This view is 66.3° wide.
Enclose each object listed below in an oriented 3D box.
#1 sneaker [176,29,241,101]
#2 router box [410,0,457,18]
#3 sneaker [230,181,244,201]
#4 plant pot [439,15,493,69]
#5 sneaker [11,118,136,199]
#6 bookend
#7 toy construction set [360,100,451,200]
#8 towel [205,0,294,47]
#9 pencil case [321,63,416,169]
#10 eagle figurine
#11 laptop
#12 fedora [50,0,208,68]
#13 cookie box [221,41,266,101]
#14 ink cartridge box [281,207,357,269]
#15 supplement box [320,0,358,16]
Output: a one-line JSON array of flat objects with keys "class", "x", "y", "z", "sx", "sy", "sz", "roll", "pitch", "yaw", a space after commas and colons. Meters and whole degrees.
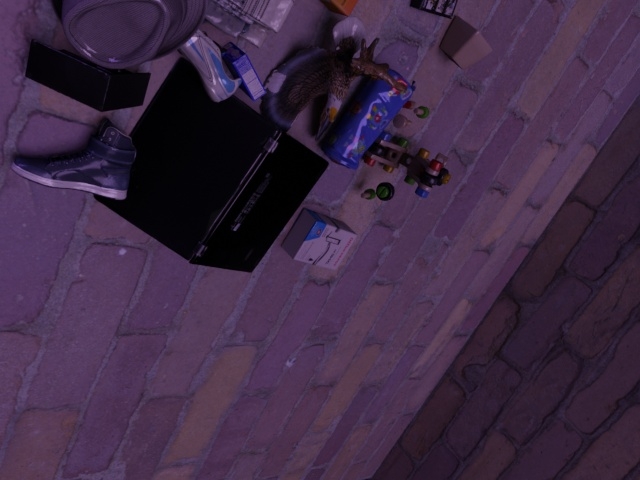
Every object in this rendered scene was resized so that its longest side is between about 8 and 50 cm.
[{"class": "sneaker", "x": -0.253, "y": -0.405, "z": 1.014, "sx": 0.086, "sy": 0.085, "sz": 0.237, "roll": -38, "pitch": 115, "yaw": -8}, {"class": "router box", "x": 0.328, "y": -0.702, "z": 1.310, "sx": 0.133, "sy": 0.046, "sz": 0.179, "roll": -5, "pitch": 124, "yaw": -36}, {"class": "sneaker", "x": -0.264, "y": -0.134, "z": 1.271, "sx": 0.162, "sy": 0.063, "sz": 0.073, "roll": -17, "pitch": 128, "yaw": -29}, {"class": "plant pot", "x": 0.422, "y": -0.575, "z": 1.451, "sx": 0.109, "sy": 0.109, "sz": 0.096, "roll": 21, "pitch": 120, "yaw": -46}, {"class": "sneaker", "x": -0.501, "y": -0.186, "z": 1.021, "sx": 0.226, "sy": 0.086, "sz": 0.163, "roll": 9, "pitch": 113, "yaw": -39}, {"class": "bookend", "x": -0.444, "y": -0.321, "z": 0.953, "sx": 0.157, "sy": 0.156, "sz": 0.072, "roll": -63, "pitch": 178, "yaw": -69}, {"class": "toy construction set", "x": 0.293, "y": -0.278, "z": 1.538, "sx": 0.237, "sy": 0.257, "sz": 0.309, "roll": -14, "pitch": 109, "yaw": -54}, {"class": "towel", "x": -0.163, "y": -0.582, "z": 0.935, "sx": 0.312, "sy": 0.056, "sz": 0.324, "roll": 25, "pitch": 106, "yaw": -29}, {"class": "pencil case", "x": 0.134, "y": -0.341, "z": 1.385, "sx": 0.133, "sy": 0.119, "sz": 0.306, "roll": 28, "pitch": 103, "yaw": -39}, {"class": "eagle figurine", "x": 0.019, "y": -0.378, "z": 1.222, "sx": 0.226, "sy": 0.298, "sz": 0.225, "roll": 54, "pitch": 51, "yaw": -20}, {"class": "laptop", "x": -0.248, "y": -0.153, "z": 1.225, "sx": 0.382, "sy": 0.236, "sz": 0.408, "roll": -53, "pitch": 154, "yaw": 9}, {"class": "fedora", "x": -0.338, "y": -0.398, "z": 0.853, "sx": 0.275, "sy": 0.124, "sz": 0.244, "roll": -16, "pitch": 143, "yaw": 10}, {"class": "cookie box", "x": -0.178, "y": -0.385, "z": 1.119, "sx": 0.040, "sy": 0.092, "sz": 0.107, "roll": -36, "pitch": 139, "yaw": -6}, {"class": "ink cartridge box", "x": 0.000, "y": 0.000, "z": 1.574, "sx": 0.203, "sy": 0.086, "sz": 0.148, "roll": 17, "pitch": 110, "yaw": -44}, {"class": "supplement box", "x": -0.009, "y": -0.604, "z": 1.092, "sx": 0.233, "sy": 0.080, "sz": 0.078, "roll": 22, "pitch": 106, "yaw": -43}]
